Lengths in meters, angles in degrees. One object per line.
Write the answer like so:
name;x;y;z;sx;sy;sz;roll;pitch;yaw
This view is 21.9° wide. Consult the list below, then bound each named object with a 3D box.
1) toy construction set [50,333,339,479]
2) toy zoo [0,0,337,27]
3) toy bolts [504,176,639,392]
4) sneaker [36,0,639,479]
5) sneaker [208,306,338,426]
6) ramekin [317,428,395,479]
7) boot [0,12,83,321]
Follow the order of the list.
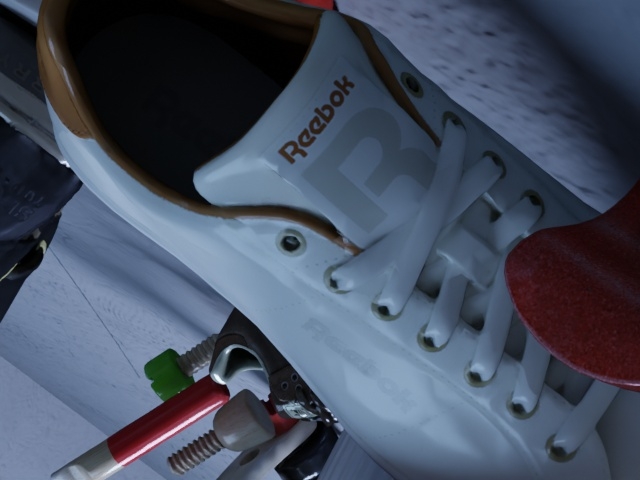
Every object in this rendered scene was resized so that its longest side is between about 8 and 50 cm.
toy construction set;-0.099;0.233;1.247;0.309;0.237;0.257;51;-169;-40
toy zoo;-0.079;-0.113;0.617;0.192;0.030;0.293;29;165;20
toy bolts;0.155;0.068;0.402;0.158;0.218;0.228;29;-168;-43
sneaker;0.026;0.009;0.504;0.290;0.106;0.123;31;169;11
sneaker;0.012;0.085;0.983;0.188;0.071;0.066;22;161;43
ramekin;0.087;0.192;1.091;0.207;0.109;0.207;32;165;9
boot;-0.238;0.023;0.884;0.138;0.284;0.377;36;171;-18
